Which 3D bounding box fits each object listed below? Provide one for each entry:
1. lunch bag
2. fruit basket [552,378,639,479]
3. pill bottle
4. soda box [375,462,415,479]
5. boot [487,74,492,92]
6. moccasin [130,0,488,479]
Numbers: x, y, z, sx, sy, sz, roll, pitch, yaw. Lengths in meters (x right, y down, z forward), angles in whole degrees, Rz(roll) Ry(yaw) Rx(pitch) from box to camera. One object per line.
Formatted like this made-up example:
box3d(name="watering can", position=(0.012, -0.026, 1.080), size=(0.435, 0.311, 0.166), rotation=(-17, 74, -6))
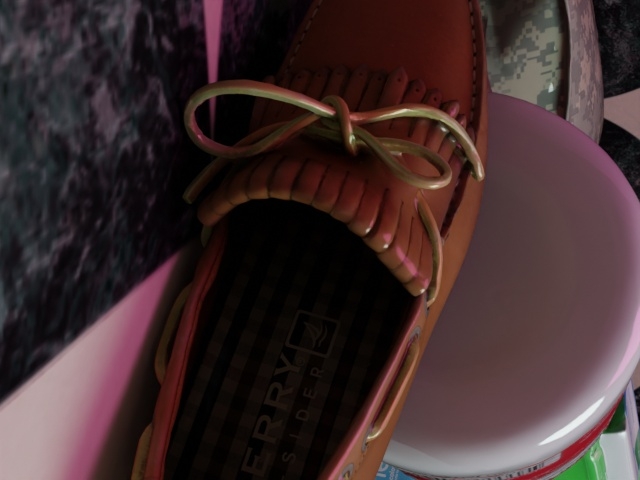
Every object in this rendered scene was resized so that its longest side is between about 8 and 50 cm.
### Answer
box3d(name="lunch bag", position=(0.167, -0.176, 0.966), size=(0.235, 0.169, 0.287), rotation=(-57, 144, -58))
box3d(name="fruit basket", position=(0.293, 0.138, 1.199), size=(0.353, 0.165, 0.327), rotation=(-58, 140, -41))
box3d(name="pill bottle", position=(0.112, 0.068, 0.788), size=(0.407, 0.229, 0.229), rotation=(54, 46, -71))
box3d(name="soda box", position=(0.060, 0.227, 1.006), size=(0.071, 0.067, 0.210), rotation=(74, 29, -60))
box3d(name="boot", position=(0.068, -0.120, 0.735), size=(0.037, 0.114, 0.106), rotation=(-55, 151, -61))
box3d(name="moccasin", position=(-0.003, -0.001, 0.524), size=(0.147, 0.139, 0.380), rotation=(86, 26, -68))
